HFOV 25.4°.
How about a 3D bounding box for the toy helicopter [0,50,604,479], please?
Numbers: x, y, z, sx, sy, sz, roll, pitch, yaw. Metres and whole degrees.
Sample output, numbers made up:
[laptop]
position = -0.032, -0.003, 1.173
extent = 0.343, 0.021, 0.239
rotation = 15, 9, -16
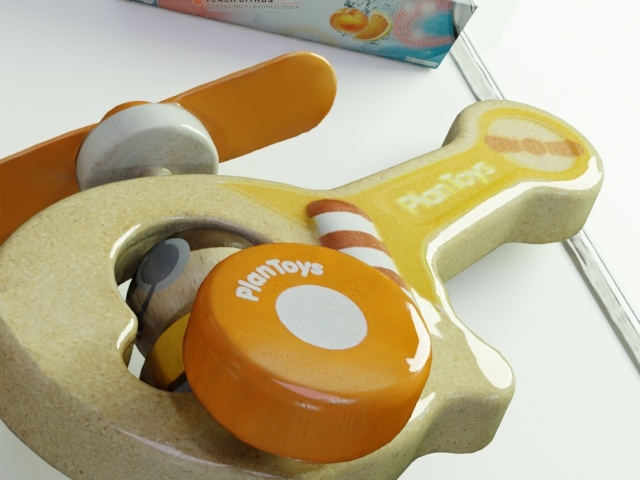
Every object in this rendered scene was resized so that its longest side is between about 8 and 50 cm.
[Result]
[toy helicopter]
position = 0.000, 0.000, 0.622
extent = 0.235, 0.140, 0.355
rotation = 36, 39, 24

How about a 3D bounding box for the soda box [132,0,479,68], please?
[soda box]
position = -0.013, -0.145, 0.731
extent = 0.183, 0.058, 0.063
rotation = 10, 58, -15
